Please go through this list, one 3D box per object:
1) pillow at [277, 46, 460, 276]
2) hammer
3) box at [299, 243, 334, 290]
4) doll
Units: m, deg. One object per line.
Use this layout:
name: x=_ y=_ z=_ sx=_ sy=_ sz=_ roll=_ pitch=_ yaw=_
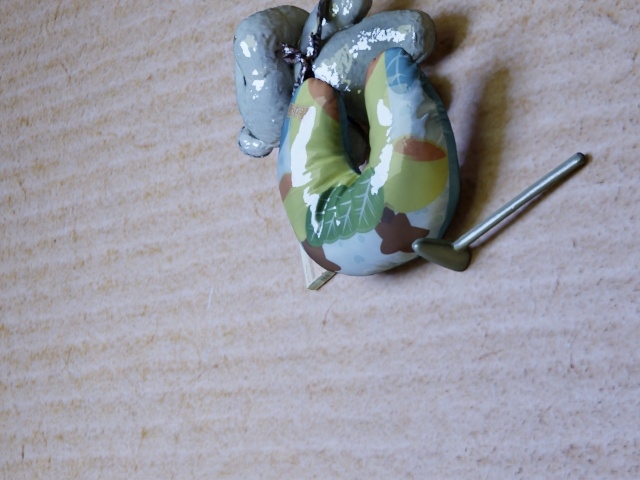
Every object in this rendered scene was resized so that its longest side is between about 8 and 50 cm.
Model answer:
pillow: x=0.044 y=-0.073 z=1.932 sx=0.233 sy=0.086 sz=0.214 roll=-13 pitch=86 yaw=49
hammer: x=0.168 y=-0.033 z=1.807 sx=0.195 sy=0.060 sz=0.028 roll=-39 pitch=46 yaw=34
box: x=0.000 y=0.000 z=2.062 sx=0.058 sy=0.015 sz=0.093 roll=-42 pitch=45 yaw=40
doll: x=0.007 y=-0.183 z=2.031 sx=0.278 sy=0.149 sz=0.175 roll=-1 pitch=56 yaw=45
